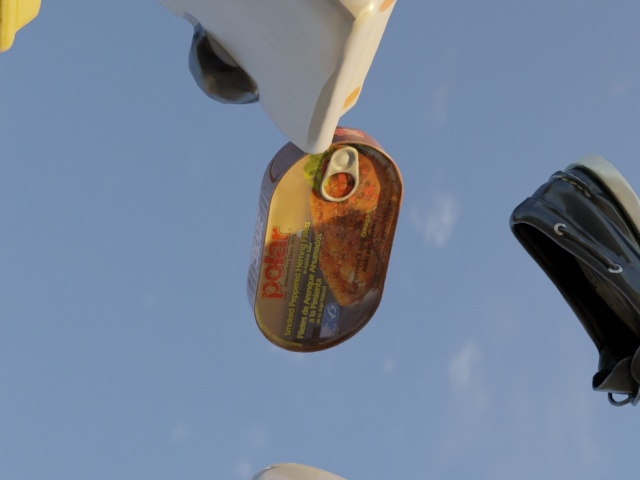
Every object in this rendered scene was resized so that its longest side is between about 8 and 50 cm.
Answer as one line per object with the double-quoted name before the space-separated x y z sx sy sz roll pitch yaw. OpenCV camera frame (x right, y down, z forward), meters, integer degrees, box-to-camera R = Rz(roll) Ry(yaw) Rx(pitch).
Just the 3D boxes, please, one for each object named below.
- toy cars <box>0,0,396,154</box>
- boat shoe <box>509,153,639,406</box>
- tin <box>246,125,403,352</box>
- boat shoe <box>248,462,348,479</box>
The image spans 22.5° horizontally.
"toy cars" -0.096 -0.153 0.595 0.087 0.394 0.176 -36 -55 -26
"boat shoe" 0.279 0.090 1.420 0.113 0.127 0.340 -26 -97 -20
"tin" 0.000 0.000 1.220 0.106 0.040 0.189 -5 -56 -24
"boat shoe" 0.057 0.278 1.081 0.306 0.113 0.105 36 -46 10
